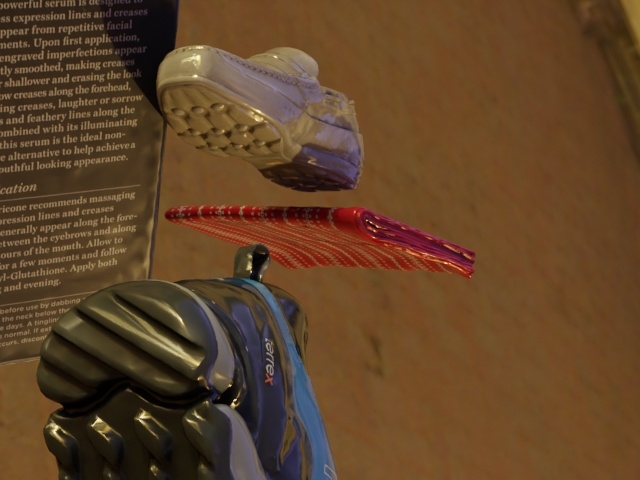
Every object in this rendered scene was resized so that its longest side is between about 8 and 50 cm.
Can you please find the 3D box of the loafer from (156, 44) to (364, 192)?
[{"bbox_3d":[-0.051,-0.128,1.436,0.319,0.112,0.111,27,64,-64],"label":"loafer"}]

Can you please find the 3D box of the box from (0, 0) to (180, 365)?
[{"bbox_3d":[-0.296,-0.127,1.449,0.293,0.212,0.395,42,-49,48],"label":"box"}]

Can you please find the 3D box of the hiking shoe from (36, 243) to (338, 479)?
[{"bbox_3d":[-0.029,0.160,0.652,0.132,0.113,0.304,-14,104,-59],"label":"hiking shoe"}]

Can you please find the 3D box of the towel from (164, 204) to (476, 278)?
[{"bbox_3d":[0.000,0.000,1.594,0.199,0.275,0.031,21,76,-46],"label":"towel"}]
